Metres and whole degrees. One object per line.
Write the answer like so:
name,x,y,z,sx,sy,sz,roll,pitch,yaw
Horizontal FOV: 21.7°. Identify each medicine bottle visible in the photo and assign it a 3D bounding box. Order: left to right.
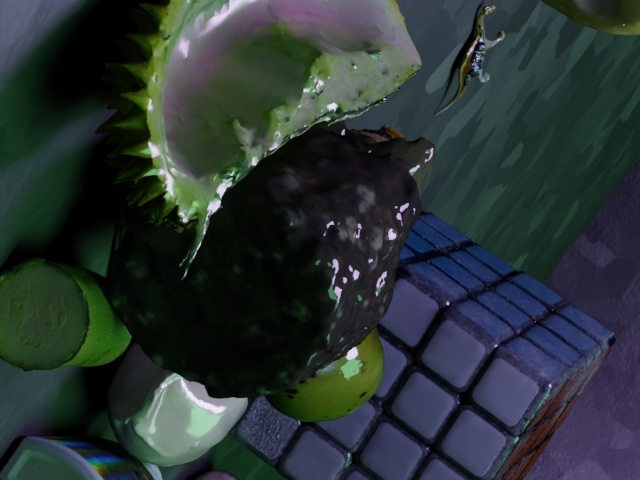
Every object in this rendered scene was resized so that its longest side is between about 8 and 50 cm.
medicine bottle,-0.225,0.250,1.688,0.083,0.121,0.229,-55,165,2

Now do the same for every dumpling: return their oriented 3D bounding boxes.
dumpling,-0.141,0.155,1.714,0.162,0.132,0.250,-58,169,-7

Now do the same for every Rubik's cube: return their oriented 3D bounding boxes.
Rubik's cube,0.141,0.194,2.245,0.343,0.337,0.344,-59,165,17

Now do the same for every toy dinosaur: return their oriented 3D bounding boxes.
toy dinosaur,0.193,-0.224,2.078,0.058,0.037,0.180,-13,134,-32

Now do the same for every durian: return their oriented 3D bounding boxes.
durian,-0.049,-0.138,1.299,0.352,0.169,0.158,-38,158,-43

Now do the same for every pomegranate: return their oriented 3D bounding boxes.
pomegranate,-0.029,0.139,1.983,0.210,0.180,0.180,-18,154,-13

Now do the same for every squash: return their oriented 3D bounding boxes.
squash,-0.207,0.065,1.424,0.095,0.095,0.188,-56,167,5

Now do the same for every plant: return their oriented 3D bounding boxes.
plant,-0.028,-0.014,1.456,0.312,0.215,0.213,-50,163,-60

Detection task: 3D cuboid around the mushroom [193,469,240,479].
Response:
mushroom,-0.139,0.358,2.235,0.097,0.088,0.212,-42,169,-8

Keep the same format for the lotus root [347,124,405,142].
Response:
lotus root,0.000,0.000,1.789,0.160,0.146,0.284,28,90,-55

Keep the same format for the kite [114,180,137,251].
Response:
kite,-0.152,-0.040,1.504,0.222,0.008,0.125,-55,164,2

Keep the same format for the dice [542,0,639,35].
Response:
dice,0.325,-0.377,1.761,0.227,0.238,0.233,-46,162,-32
